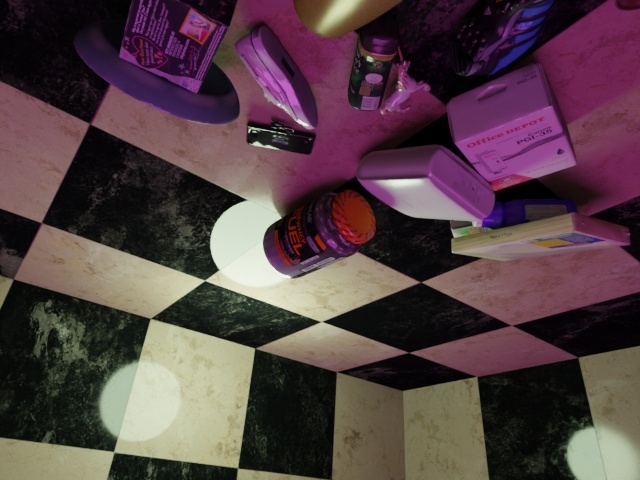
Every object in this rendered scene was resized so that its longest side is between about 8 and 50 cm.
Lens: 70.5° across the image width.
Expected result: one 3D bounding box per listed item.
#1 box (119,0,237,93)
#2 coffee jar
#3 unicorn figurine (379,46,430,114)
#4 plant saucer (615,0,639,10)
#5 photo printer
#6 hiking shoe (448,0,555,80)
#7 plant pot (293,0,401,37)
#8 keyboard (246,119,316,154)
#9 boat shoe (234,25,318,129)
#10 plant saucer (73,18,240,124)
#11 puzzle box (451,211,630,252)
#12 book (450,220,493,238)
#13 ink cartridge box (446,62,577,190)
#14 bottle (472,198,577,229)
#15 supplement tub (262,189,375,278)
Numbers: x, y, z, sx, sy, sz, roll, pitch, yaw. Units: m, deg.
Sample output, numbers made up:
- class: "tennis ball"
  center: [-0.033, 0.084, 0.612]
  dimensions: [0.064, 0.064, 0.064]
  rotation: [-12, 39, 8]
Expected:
- class: "box"
  center: [-0.227, -0.409, 0.768]
  dimensions: [0.142, 0.247, 0.163]
  rotation: [22, 144, -24]
- class: "coffee jar"
  center: [0.108, -0.368, 0.942]
  dimensions: [0.079, 0.096, 0.184]
  rotation: [5, 148, -5]
- class: "unicorn figurine"
  center: [0.185, -0.335, 0.999]
  dimensions: [0.111, 0.060, 0.162]
  rotation: [-13, 143, -41]
- class: "plant saucer"
  center: [0.588, -0.453, 0.736]
  dimensions: [0.198, 0.036, 0.198]
  rotation: [-14, 175, -1]
- class: "photo printer"
  center: [0.256, -0.144, 1.189]
  dimensions: [0.256, 0.107, 0.307]
  rotation: [28, 170, -33]
- class: "hiking shoe"
  center: [0.370, -0.429, 0.827]
  dimensions: [0.132, 0.113, 0.304]
  rotation: [-4, 157, -31]
- class: "plant pot"
  center: [0.057, -0.453, 0.721]
  dimensions: [0.237, 0.237, 0.254]
  rotation: [17, 162, -20]
- class: "keyboard"
  center: [-0.104, -0.277, 1.192]
  dimensions: [0.180, 0.023, 0.108]
  rotation: [8, 155, -8]
- class: "boat shoe"
  center: [-0.092, -0.351, 1.015]
  dimensions: [0.084, 0.095, 0.258]
  rotation: [-9, 136, 29]
- class: "plant saucer"
  center: [-0.294, -0.335, 0.871]
  dimensions: [0.317, 0.318, 0.044]
  rotation: [20, 121, -25]
- class: "puzzle box"
  center: [0.640, 0.002, 1.353]
  dimensions: [0.272, 0.052, 0.409]
  rotation: [9, 166, -31]
- class: "book"
  center: [0.511, -0.041, 1.497]
  dimensions: [0.144, 0.035, 0.096]
  rotation: [-11, 150, 21]
- class: "ink cartridge box"
  center: [0.443, -0.244, 1.043]
  dimensions: [0.207, 0.117, 0.283]
  rotation: [-18, 153, 33]
- class: "bottle"
  center: [0.608, -0.073, 1.366]
  dimensions: [0.282, 0.092, 0.118]
  rotation: [1, 157, 6]
- class: "supplement tub"
  center: [-0.006, -0.019, 1.425]
  dimensions: [0.207, 0.207, 0.338]
  rotation: [29, 140, -35]
